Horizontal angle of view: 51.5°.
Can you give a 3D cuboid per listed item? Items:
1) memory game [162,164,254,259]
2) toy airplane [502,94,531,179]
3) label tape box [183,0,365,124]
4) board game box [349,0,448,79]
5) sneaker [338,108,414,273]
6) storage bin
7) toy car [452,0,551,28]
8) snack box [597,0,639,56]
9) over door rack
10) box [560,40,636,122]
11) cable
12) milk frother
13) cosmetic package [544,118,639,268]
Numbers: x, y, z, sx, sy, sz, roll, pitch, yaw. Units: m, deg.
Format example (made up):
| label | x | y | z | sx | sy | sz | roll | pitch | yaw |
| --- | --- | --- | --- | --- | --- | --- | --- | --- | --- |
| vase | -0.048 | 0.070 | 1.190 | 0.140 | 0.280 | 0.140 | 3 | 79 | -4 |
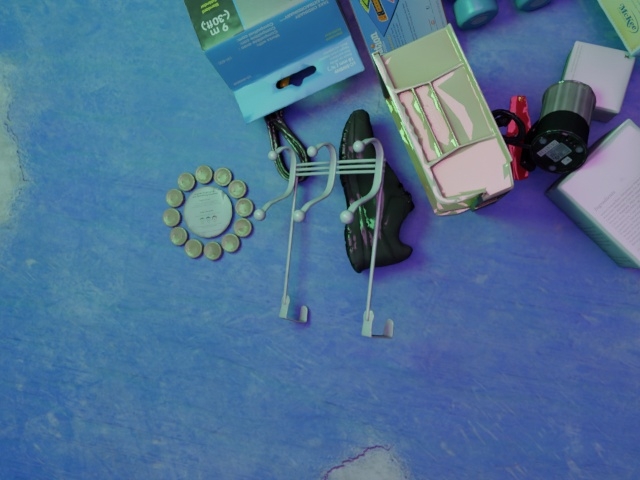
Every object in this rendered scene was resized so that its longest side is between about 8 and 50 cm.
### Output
| label | x | y | z | sx | sy | sz | roll | pitch | yaw |
| --- | --- | --- | --- | --- | --- | --- | --- | --- | --- |
| memory game | -0.216 | -0.054 | 1.273 | 0.186 | 0.012 | 0.186 | 0 | 89 | 12 |
| toy airplane | 0.371 | -0.179 | 1.153 | 0.151 | 0.028 | 0.151 | 0 | 91 | 11 |
| label tape box | -0.097 | -0.407 | 1.136 | 0.240 | 0.106 | 0.334 | -23 | 83 | 10 |
| board game box | 0.128 | -0.393 | 1.108 | 0.144 | 0.281 | 0.027 | -20 | 41 | 9 |
| sneaker | 0.099 | -0.090 | 1.179 | 0.130 | 0.109 | 0.287 | -6 | 95 | 2 |
| storage bin | 0.198 | -0.171 | 1.069 | 0.123 | 0.262 | 0.261 | -23 | 85 | 7 |
| toy car | 0.287 | -0.500 | 1.058 | 0.210 | 0.238 | 0.219 | -16 | 86 | 1 |
| snack box | 0.492 | -0.473 | 1.028 | 0.060 | 0.187 | 0.322 | -11 | 70 | -32 |
| over door rack | 0.000 | 0.000 | 1.107 | 0.239 | 0.108 | 0.325 | 4 | 99 | 48 |
| box | 0.454 | -0.263 | 1.108 | 0.101 | 0.087 | 0.101 | 17 | 92 | 10 |
| cable | -0.095 | -0.246 | 1.221 | 0.139 | 0.072 | 0.288 | -7 | 87 | 12 |
| milk frother | 0.345 | -0.192 | 1.037 | 0.129 | 0.135 | 0.143 | -20 | 123 | 42 |
| cosmetic package | 0.487 | -0.070 | 1.067 | 0.151 | 0.151 | 0.184 | -45 | 83 | 7 |
